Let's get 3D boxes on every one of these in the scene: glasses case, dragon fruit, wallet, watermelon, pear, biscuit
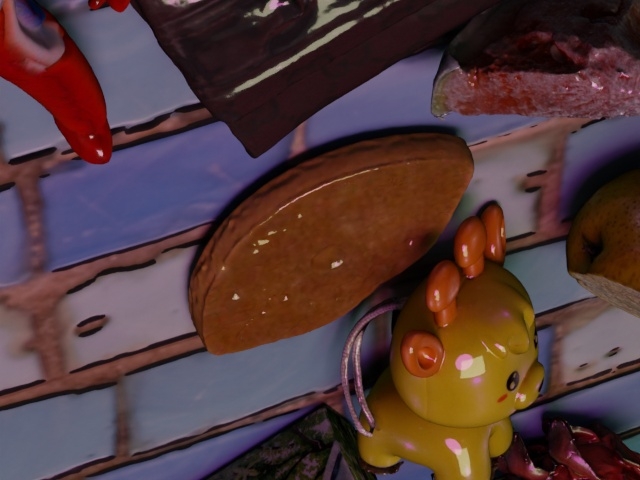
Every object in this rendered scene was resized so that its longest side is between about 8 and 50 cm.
[{"bbox_3d":[-0.083,0.232,1.421,0.272,0.095,0.062,-34,138,12],"label":"glasses case"},{"bbox_3d":[0.202,0.204,1.539,0.142,0.130,0.121,-5,173,-26],"label":"dragon fruit"},{"bbox_3d":[0.020,-0.153,1.041,0.229,0.049,0.182,-30,140,5],"label":"wallet"},{"bbox_3d":[0.158,-0.114,1.107,0.187,0.139,0.071,-21,118,-21],"label":"watermelon"},{"bbox_3d":[0.238,0.004,1.291,0.141,0.141,0.104,26,85,-46],"label":"pear"},{"bbox_3d":[0.000,0.000,1.233,0.220,0.029,0.142,-39,143,20],"label":"biscuit"}]

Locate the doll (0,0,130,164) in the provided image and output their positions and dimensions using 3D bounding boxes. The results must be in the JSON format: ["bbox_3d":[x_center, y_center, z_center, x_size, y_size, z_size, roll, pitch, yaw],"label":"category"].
[{"bbox_3d":[-0.179,-0.115,0.883,0.188,0.099,0.384,-25,157,-10],"label":"doll"}]

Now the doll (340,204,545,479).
[{"bbox_3d":[0.087,0.075,1.310,0.143,0.135,0.221,-53,156,-34],"label":"doll"}]
